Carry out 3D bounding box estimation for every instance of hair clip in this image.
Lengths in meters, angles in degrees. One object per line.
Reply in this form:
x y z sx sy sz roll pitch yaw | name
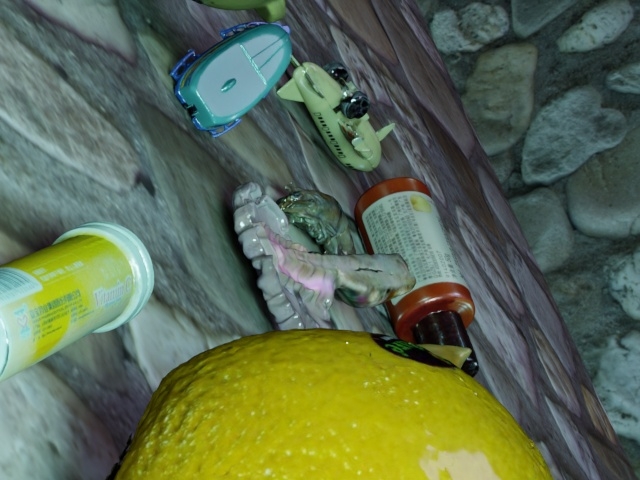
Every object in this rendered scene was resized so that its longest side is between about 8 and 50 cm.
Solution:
-0.003 0.034 1.495 0.300 0.069 0.173 14 46 -58 | hair clip

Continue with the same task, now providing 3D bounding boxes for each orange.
0.003 0.182 0.836 0.274 0.274 0.274 55 15 -23 | orange

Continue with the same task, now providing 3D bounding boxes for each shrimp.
0.000 0.000 1.639 0.223 0.047 0.126 27 47 -69 | shrimp

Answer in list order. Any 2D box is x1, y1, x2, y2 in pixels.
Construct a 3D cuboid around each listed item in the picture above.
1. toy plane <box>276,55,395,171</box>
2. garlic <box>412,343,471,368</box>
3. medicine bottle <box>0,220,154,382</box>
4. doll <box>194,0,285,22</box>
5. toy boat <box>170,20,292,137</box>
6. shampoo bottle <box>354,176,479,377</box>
0.026 -0.166 1.958 0.244 0.092 0.229 40 11 -48 | toy plane
0.032 0.161 1.101 0.151 0.196 0.338 47 8 -4 | garlic
-0.171 0.038 0.900 0.074 0.074 0.218 61 16 -1 | medicine bottle
-0.118 -0.346 1.509 0.261 0.161 0.177 53 -15 22 | doll
-0.095 -0.177 1.555 0.175 0.110 0.091 -43 108 -32 | toy boat
0.125 0.056 1.837 0.104 0.104 0.278 44 23 -50 | shampoo bottle
